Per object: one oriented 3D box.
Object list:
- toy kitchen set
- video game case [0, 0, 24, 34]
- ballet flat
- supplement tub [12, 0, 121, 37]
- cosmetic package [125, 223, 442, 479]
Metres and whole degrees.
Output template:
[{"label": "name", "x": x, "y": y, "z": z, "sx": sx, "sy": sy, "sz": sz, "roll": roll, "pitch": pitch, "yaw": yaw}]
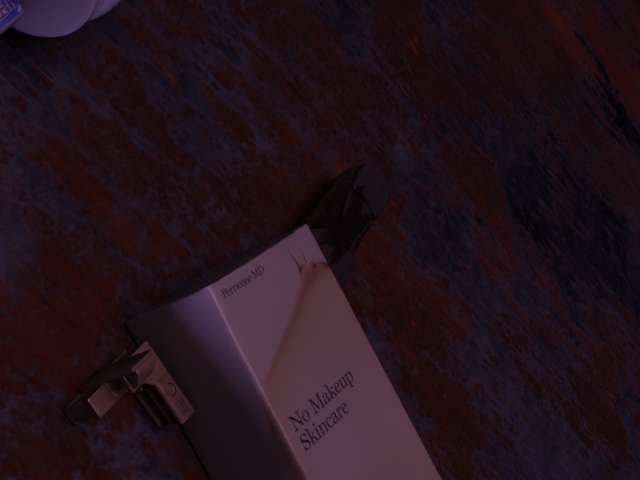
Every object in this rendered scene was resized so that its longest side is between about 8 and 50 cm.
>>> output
[{"label": "toy kitchen set", "x": -0.140, "y": 0.129, "z": 0.828, "sx": 0.075, "sy": 0.068, "sz": 0.083, "roll": 57, "pitch": 37, "yaw": -12}, {"label": "video game case", "x": -0.373, "y": -0.204, "z": 0.728, "sx": 0.269, "sy": 0.061, "sz": 0.244, "roll": 51, "pitch": 39, "yaw": -20}, {"label": "ballet flat", "x": 0.000, "y": 0.000, "z": 1.100, "sx": 0.084, "sy": 0.058, "sz": 0.250, "roll": 56, "pitch": 42, "yaw": -21}, {"label": "supplement tub", "x": -0.210, "y": -0.280, "z": 0.904, "sx": 0.144, "sy": 0.144, "sz": 0.200, "roll": 48, "pitch": 40, "yaw": -23}, {"label": "cosmetic package", "x": -0.018, "y": 0.162, "z": 0.925, "sx": 0.160, "sy": 0.113, "sz": 0.310, "roll": -36, "pitch": 100, "yaw": -51}]
